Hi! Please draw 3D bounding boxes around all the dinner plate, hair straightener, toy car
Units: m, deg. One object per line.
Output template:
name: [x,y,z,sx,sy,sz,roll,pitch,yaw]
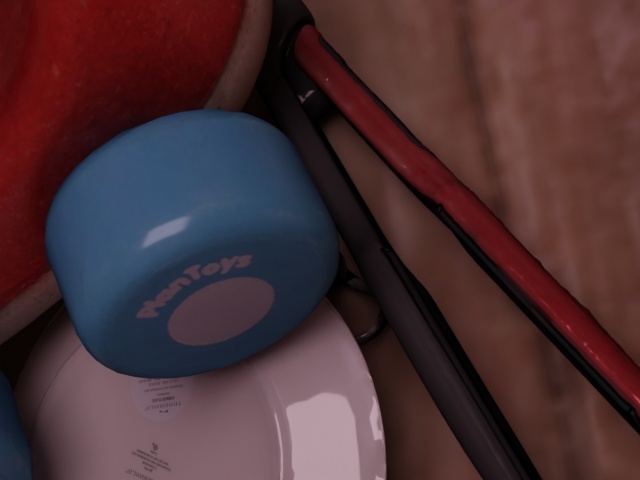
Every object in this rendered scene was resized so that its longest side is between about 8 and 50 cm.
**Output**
dinner plate: [-0.045,0.068,0.488,0.141,0.017,0.141,-8,75,31]
hair straightener: [0.000,0.000,0.498,0.089,0.047,0.230,-40,66,2]
toy car: [-0.149,-0.063,0.437,0.210,0.238,0.219,-35,57,18]
